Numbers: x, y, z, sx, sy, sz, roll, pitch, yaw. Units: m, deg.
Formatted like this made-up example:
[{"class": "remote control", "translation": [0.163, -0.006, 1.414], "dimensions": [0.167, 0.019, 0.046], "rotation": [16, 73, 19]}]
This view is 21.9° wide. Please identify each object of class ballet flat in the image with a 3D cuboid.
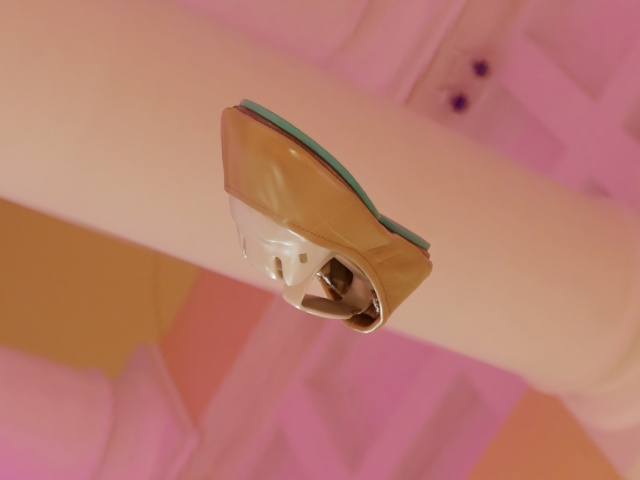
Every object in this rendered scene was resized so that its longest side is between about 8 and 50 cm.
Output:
[{"class": "ballet flat", "translation": [0.000, 0.000, 0.867], "dimensions": [0.080, 0.232, 0.073], "rotation": [31, -93, 29]}]
